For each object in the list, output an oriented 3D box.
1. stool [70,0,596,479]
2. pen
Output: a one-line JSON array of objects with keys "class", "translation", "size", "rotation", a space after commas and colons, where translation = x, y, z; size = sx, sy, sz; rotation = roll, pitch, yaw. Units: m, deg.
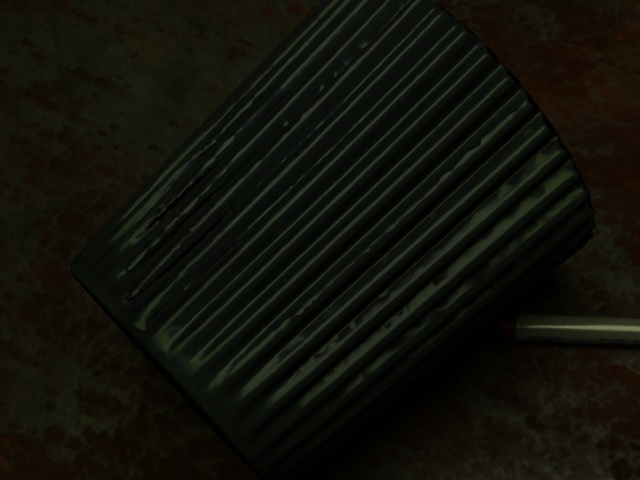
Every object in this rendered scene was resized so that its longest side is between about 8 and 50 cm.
[{"class": "stool", "translation": [0.000, 0.000, 1.065], "size": [0.330, 0.297, 0.297], "rotation": [-42, 59, -9]}, {"class": "pen", "translation": [0.257, 0.076, 1.106], "size": [0.218, 0.026, 0.026], "rotation": [1, 58, 14]}]
